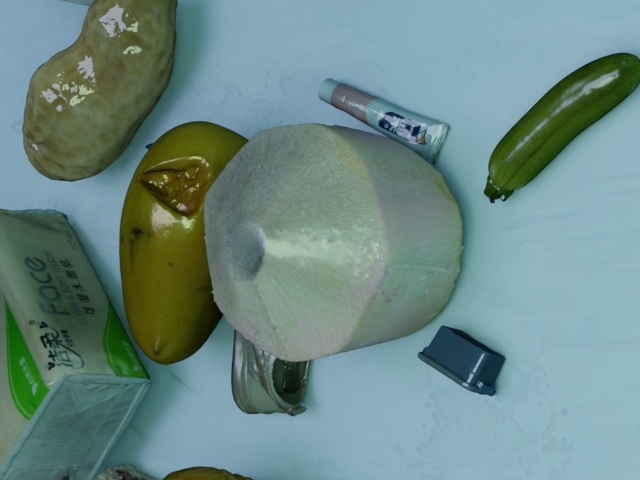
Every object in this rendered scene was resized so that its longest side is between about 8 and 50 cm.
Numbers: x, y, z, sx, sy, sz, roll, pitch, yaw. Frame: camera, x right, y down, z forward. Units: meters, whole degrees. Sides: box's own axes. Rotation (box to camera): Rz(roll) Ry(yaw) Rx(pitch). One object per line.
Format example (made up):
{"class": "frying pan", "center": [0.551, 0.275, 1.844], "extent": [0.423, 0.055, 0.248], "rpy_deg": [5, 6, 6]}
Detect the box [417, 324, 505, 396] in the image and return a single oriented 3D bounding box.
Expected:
{"class": "box", "center": [0.183, 0.150, 1.619], "extent": [0.099, 0.074, 0.054], "rpy_deg": [32, 95, 36]}

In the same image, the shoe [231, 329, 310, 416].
{"class": "shoe", "center": [-0.056, 0.118, 1.801], "extent": [0.098, 0.103, 0.274], "rpy_deg": [10, 102, 38]}

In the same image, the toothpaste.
{"class": "toothpaste", "center": [0.083, -0.168, 1.728], "extent": [0.205, 0.036, 0.056], "rpy_deg": [30, 109, 32]}

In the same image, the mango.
{"class": "mango", "center": [-0.183, 0.009, 1.814], "extent": [0.182, 0.253, 0.364], "rpy_deg": [15, 108, 13]}

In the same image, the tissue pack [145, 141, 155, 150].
{"class": "tissue pack", "center": [-0.229, -0.091, 1.993], "extent": [0.085, 0.028, 0.138], "rpy_deg": [-14, 85, 42]}

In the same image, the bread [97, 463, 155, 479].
{"class": "bread", "center": [-0.298, 0.417, 2.012], "extent": [0.125, 0.082, 0.106], "rpy_deg": [21, 114, 28]}

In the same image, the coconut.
{"class": "coconut", "center": [0.000, 0.000, 1.610], "extent": [0.297, 0.309, 0.297], "rpy_deg": [-1, 88, 37]}

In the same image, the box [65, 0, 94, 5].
{"class": "box", "center": [-0.513, -0.485, 2.112], "extent": [0.330, 0.210, 0.095], "rpy_deg": [29, 108, 36]}

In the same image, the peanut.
{"class": "peanut", "center": [-0.345, -0.250, 1.983], "extent": [0.387, 0.192, 0.169], "rpy_deg": [-51, 50, 28]}

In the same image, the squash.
{"class": "squash", "center": [0.283, -0.142, 1.539], "extent": [0.258, 0.069, 0.069], "rpy_deg": [-43, 64, 31]}

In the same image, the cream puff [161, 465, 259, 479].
{"class": "cream puff", "center": [-0.135, 0.466, 1.774], "extent": [0.327, 0.231, 0.342], "rpy_deg": [14, 105, 44]}

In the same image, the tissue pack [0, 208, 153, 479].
{"class": "tissue pack", "center": [-0.478, 0.195, 2.046], "extent": [0.331, 0.205, 0.405], "rpy_deg": [-58, 46, 26]}
